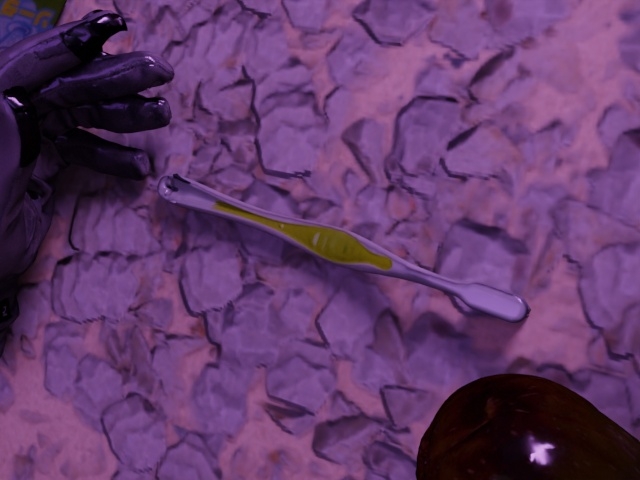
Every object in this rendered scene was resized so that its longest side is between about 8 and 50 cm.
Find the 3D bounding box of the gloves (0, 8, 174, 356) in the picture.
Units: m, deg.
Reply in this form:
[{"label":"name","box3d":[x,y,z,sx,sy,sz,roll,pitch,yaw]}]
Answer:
[{"label":"gloves","box3d":[-0.204,-0.029,0.587,0.119,0.142,0.285,40,107,-6]}]

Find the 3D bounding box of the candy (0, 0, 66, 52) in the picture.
[{"label":"candy","box3d":[-0.274,-0.127,0.662,0.097,0.062,0.194,37,106,23]}]

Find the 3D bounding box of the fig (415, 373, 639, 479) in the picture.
[{"label":"fig","box3d":[0.122,0.127,0.427,0.155,0.103,0.109,16,53,-3]}]

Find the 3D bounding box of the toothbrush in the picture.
[{"label":"toothbrush","box3d":[0.000,0.000,0.531,0.263,0.026,0.022,20,91,27]}]
